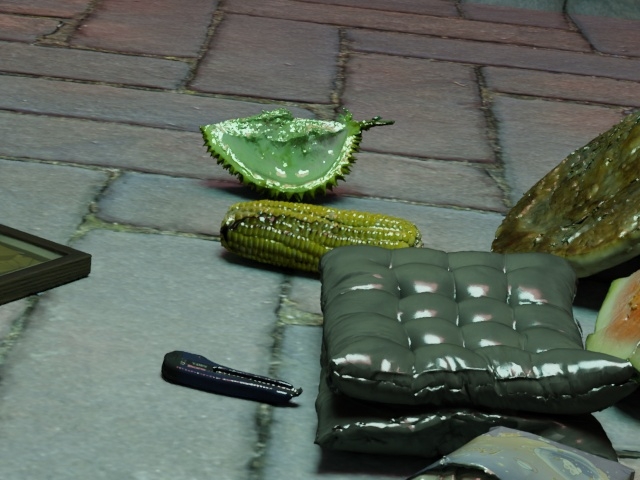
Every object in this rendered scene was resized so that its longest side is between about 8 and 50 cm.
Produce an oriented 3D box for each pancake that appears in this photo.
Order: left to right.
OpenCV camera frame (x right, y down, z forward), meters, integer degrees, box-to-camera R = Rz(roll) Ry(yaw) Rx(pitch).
[{"bbox_3d":[0.329,-0.076,1.682,0.356,0.065,0.356,-37,16,12],"label":"pancake"}]

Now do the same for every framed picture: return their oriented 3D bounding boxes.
[{"bbox_3d":[-0.309,0.023,1.520,0.128,0.023,0.168,16,20,30],"label":"framed picture"}]

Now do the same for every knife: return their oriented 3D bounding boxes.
[{"bbox_3d":[-0.071,0.110,1.333,0.121,0.018,0.031,13,20,15],"label":"knife"}]

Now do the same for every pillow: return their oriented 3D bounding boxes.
[{"bbox_3d":[0.110,0.085,1.346,0.228,0.101,0.326,5,15,-1],"label":"pillow"}]

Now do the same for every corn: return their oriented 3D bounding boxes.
[{"bbox_3d":[0.000,0.000,1.631,0.203,0.072,0.072,9,17,13],"label":"corn"}]

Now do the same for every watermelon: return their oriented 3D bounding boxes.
[{"bbox_3d":[0.297,0.092,1.411,0.193,0.137,0.145,17,55,33],"label":"watermelon"}]

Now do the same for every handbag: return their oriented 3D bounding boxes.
[{"bbox_3d":[0.120,0.173,1.072,0.117,0.095,0.173,11,15,28],"label":"handbag"}]

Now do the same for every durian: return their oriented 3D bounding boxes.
[{"bbox_3d":[-0.025,-0.095,1.869,0.215,0.100,0.086,-2,21,-5],"label":"durian"}]

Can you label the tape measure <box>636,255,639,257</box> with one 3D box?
[{"bbox_3d":[0.432,-0.050,1.816,0.202,0.135,0.223,-3,15,20],"label":"tape measure"}]
